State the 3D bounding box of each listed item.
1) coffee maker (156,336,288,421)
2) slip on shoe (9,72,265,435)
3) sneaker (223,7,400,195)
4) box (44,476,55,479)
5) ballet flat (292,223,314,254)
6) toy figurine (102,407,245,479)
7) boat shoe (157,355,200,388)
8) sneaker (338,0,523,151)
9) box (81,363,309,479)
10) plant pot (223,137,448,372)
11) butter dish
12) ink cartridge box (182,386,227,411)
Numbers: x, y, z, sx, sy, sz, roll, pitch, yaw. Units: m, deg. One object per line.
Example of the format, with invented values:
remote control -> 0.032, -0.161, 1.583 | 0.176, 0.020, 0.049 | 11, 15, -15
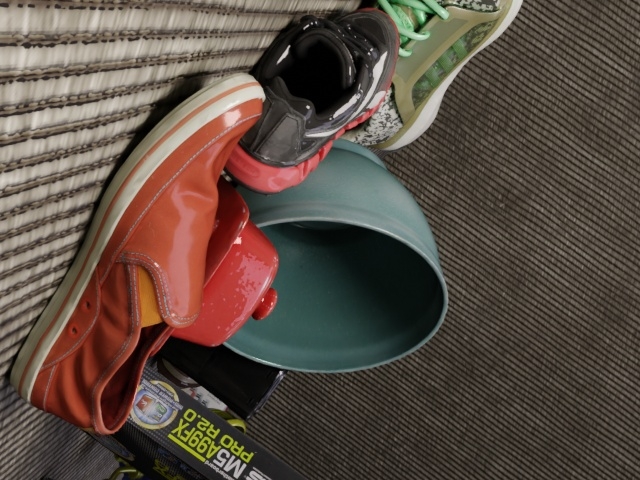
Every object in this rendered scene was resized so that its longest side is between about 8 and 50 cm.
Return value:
coffee maker -> -0.138, 0.155, 1.140 | 0.120, 0.178, 0.171 | -57, 175, 25
slip on shoe -> -0.127, 0.018, 0.665 | 0.331, 0.101, 0.123 | -57, 174, 19
sneaker -> 0.012, -0.159, 0.807 | 0.276, 0.098, 0.135 | -49, 176, -39
box -> -0.417, 0.435, 1.100 | 0.232, 0.059, 0.183 | -50, 175, -39
ballet flat -> -0.028, -0.071, 1.213 | 0.077, 0.079, 0.221 | -17, -139, 47
toy figurine -> -0.262, 0.295, 1.230 | 0.362, 0.191, 0.217 | -61, -143, 34
boat shoe -> -0.209, 0.198, 1.325 | 0.095, 0.095, 0.257 | -49, 177, 5
sneaker -> 0.093, -0.230, 0.985 | 0.182, 0.158, 0.410 | -33, 159, -38
box -> -0.152, 0.227, 0.928 | 0.060, 0.270, 0.216 | -54, 177, -28
plant pot -> 0.000, 0.000, 1.032 | 0.293, 0.293, 0.196 | 122, -22, -45
butter dish -> -0.094, 0.036, 0.810 | 0.160, 0.118, 0.160 | -55, -155, 5
ink cartridge box -> -0.248, 0.299, 1.442 | 0.127, 0.128, 0.176 | -58, 175, 39
